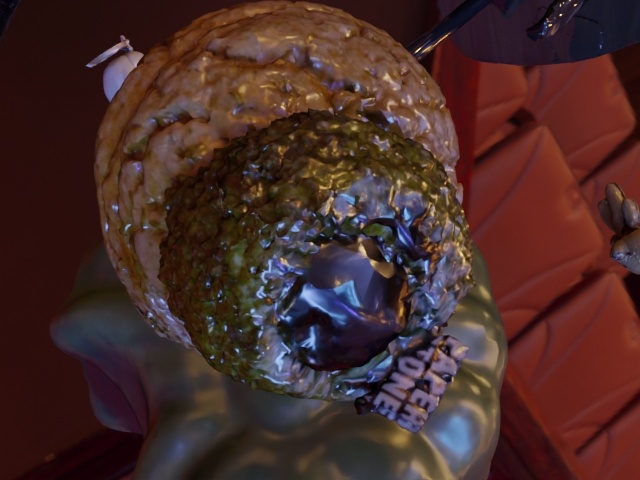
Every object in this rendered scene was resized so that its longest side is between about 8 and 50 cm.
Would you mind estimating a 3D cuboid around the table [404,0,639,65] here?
[{"bbox_3d":[0.129,-0.224,0.685,0.317,0.249,0.317,30,-42,32],"label":"table"}]

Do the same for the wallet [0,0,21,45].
[{"bbox_3d":[-0.303,-0.140,0.593,0.173,0.318,0.045,25,26,-25],"label":"wallet"}]

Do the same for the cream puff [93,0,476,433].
[{"bbox_3d":[0.000,0.000,0.387,0.183,0.183,0.169,53,-3,-33],"label":"cream puff"}]

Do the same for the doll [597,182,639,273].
[{"bbox_3d":[0.287,-0.008,0.823,0.061,0.051,0.093,89,5,-47],"label":"doll"}]

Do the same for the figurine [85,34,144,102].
[{"bbox_3d":[-0.280,-0.221,1.326,0.153,0.132,0.132,58,10,-11],"label":"figurine"}]

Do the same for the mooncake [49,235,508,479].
[{"bbox_3d":[-0.020,0.098,0.689,0.187,0.352,0.351,88,-17,-50],"label":"mooncake"}]
